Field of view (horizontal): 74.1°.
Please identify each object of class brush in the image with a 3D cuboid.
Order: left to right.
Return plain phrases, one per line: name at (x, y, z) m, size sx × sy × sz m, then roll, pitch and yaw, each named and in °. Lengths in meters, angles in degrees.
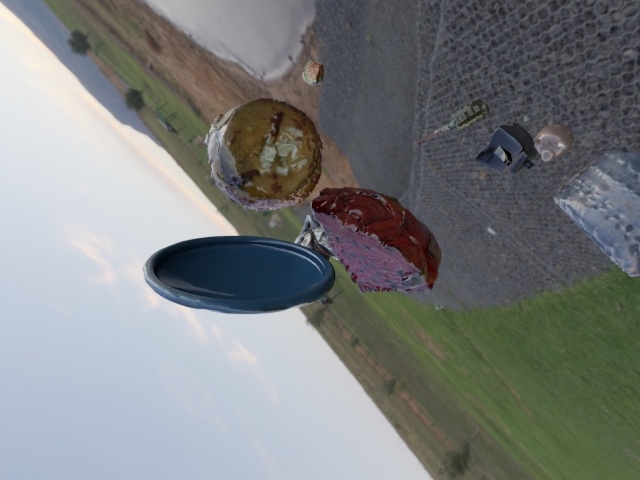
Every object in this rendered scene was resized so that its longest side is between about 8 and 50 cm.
brush at (0.516, -0.455, 1.685) m, size 0.071 × 0.301 × 0.084 m, roll 50°, pitch -161°, yaw -34°

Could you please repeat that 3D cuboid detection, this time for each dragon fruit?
dragon fruit at (0.112, 0.005, 0.992) m, size 0.330 × 0.240 × 0.302 m, roll 29°, pitch -175°, yaw -28°

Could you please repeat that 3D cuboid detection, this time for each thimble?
thimble at (0.610, -0.060, 0.845) m, size 0.236 × 0.172 × 0.205 m, roll 50°, pitch -160°, yaw 16°

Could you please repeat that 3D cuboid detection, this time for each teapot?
teapot at (0.411, -0.185, 0.901) m, size 0.096 × 0.087 × 0.177 m, roll 45°, pitch -142°, yaw 20°

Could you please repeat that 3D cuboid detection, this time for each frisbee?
frisbee at (-0.120, 0.055, 0.657) m, size 0.289 × 0.049 × 0.289 m, roll 5°, pitch -163°, yaw -1°

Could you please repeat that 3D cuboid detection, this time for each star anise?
star anise at (0.000, 0.000, 1.252) m, size 0.139 × 0.359 × 0.316 m, roll 44°, pitch 136°, yaw -18°

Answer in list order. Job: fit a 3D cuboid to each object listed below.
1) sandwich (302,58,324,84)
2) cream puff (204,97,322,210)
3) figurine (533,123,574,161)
sandwich at (-0.020, -0.509, 1.297) m, size 0.026 × 0.069 × 0.101 m, roll 27°, pitch -168°, yaw -48°
cream puff at (-0.115, -0.171, 0.873) m, size 0.240 × 0.240 × 0.164 m, roll 46°, pitch 162°, yaw -16°
figurine at (0.808, -0.340, 1.470) m, size 0.125 × 0.138 × 0.125 m, roll 24°, pitch 130°, yaw 31°
